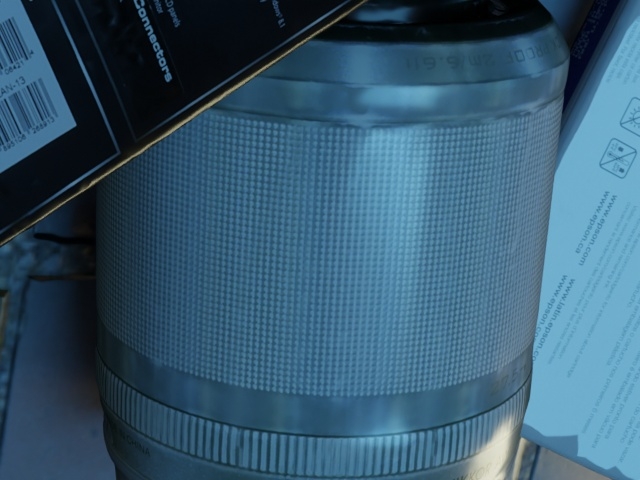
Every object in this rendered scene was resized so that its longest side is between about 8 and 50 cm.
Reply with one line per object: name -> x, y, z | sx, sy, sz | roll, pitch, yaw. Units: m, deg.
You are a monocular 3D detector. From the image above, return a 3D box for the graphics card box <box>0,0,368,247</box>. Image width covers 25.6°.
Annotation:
graphics card box -> -0.118, -0.106, 0.537 | 0.371, 0.233, 0.094 | -38, 126, -25

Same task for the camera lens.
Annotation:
camera lens -> 0.000, 0.000, 0.691 | 0.219, 0.219, 0.274 | -8, 113, -31

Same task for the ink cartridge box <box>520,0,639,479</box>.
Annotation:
ink cartridge box -> 0.272, 0.014, 0.905 | 0.330, 0.071, 0.324 | 26, 92, -15
